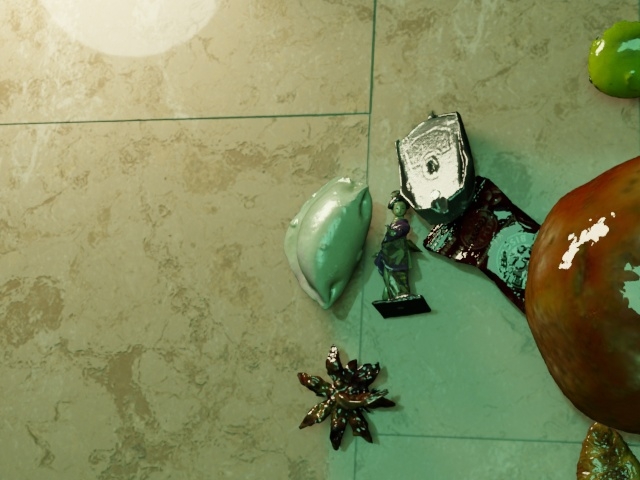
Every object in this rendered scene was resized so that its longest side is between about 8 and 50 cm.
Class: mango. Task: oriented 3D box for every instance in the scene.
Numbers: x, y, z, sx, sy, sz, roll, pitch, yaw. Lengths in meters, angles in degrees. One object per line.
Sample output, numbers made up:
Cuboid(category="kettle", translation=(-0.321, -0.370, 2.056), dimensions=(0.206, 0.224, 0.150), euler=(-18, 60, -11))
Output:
Cuboid(category="mango", translation=(0.496, -0.278, 1.701), dimensions=(0.178, 0.119, 0.100), euler=(-17, 52, 10))

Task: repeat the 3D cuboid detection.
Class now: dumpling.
Cuboid(category="dumpling", translation=(0.012, 0.003, 1.787), dimensions=(0.105, 0.149, 0.217), euler=(16, 82, -17))

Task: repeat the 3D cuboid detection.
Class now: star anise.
Cuboid(category="star anise", translation=(0.035, 0.245, 1.741), dimensions=(0.168, 0.057, 0.168), euler=(-6, 76, 23))

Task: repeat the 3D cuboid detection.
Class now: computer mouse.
Cuboid(category="computer mouse", translation=(0.189, -0.111, 1.760), dimensions=(0.126, 0.071, 0.231), euler=(-28, 44, 21))

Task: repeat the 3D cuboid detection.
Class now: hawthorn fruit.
Cuboid(category="hawthorn fruit", translation=(0.463, 0.077, 1.487), dimensions=(0.403, 0.403, 0.403), euler=(-3, 77, 14))

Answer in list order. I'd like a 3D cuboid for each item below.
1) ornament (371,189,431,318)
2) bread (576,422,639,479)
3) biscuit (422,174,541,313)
Cuboid(category="ornament", translation=(0.118, 0.015, 1.755), dimensions=(0.088, 0.081, 0.203), euler=(-6, 76, 13))
Cuboid(category="bread", translation=(0.422, 0.379, 1.599), dimensions=(0.105, 0.076, 0.233), euler=(-15, 67, -1))
Cuboid(category="biscuit", translation=(0.290, 0.008, 1.723), dimensions=(0.235, 0.063, 0.151), euler=(35, 92, 17))
